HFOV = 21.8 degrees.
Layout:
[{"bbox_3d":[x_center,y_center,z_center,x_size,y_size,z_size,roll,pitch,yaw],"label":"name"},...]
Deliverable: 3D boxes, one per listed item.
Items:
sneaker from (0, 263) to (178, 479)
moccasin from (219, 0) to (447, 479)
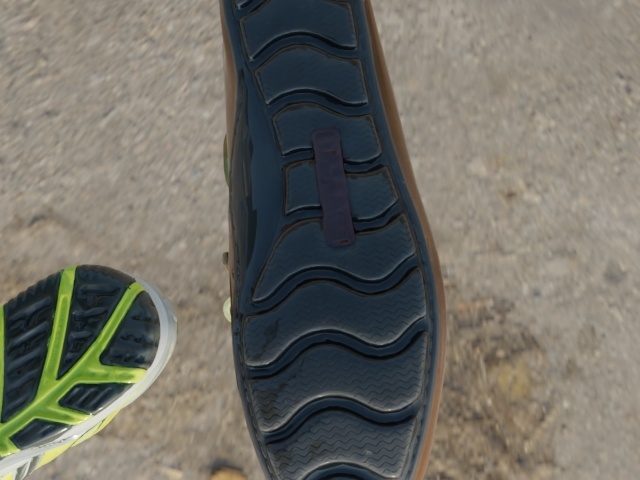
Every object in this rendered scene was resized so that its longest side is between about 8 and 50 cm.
[{"bbox_3d":[-0.272,0.151,1.305,0.385,0.147,0.145,-26,79,11],"label":"sneaker"},{"bbox_3d":[-0.003,0.001,1.049,0.139,0.147,0.380,-13,72,-1],"label":"moccasin"}]
